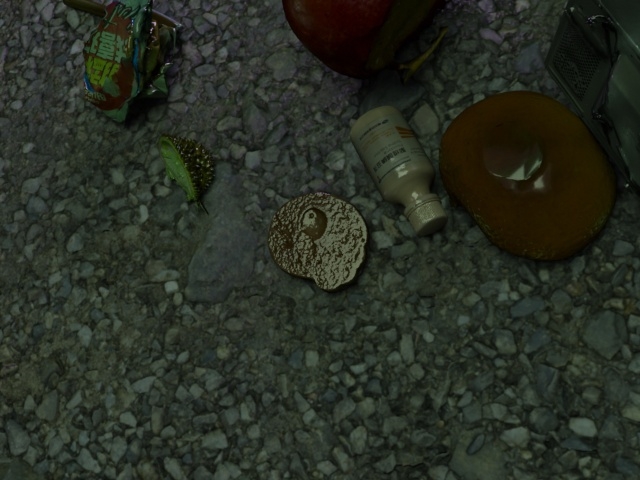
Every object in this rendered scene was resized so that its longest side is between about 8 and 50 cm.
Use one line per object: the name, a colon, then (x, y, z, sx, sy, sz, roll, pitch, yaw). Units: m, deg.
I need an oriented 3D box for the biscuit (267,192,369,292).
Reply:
biscuit: (0.000, 0.000, 1.760, 0.208, 0.049, 0.181, 20, 81, 23)

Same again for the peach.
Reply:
peach: (0.096, -0.513, 1.723, 0.310, 0.335, 0.406, 32, 85, 20)

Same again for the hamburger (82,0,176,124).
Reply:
hamburger: (-0.402, -0.412, 1.982, 0.276, 0.150, 0.260, -54, 46, 26)

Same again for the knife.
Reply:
knife: (-0.457, -0.526, 2.090, 0.343, 0.027, 0.061, 23, 80, 23)

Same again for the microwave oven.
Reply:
microwave oven: (0.617, -0.244, 1.462, 0.374, 0.236, 0.432, -22, 65, -13)

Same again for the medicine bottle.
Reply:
medicine bottle: (0.154, -0.127, 1.711, 0.114, 0.114, 0.252, -30, 68, 9)

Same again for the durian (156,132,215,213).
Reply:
durian: (-0.278, -0.155, 1.904, 0.215, 0.086, 0.100, 54, 129, 27)

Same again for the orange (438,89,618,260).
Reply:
orange: (0.366, -0.133, 1.620, 0.262, 0.196, 0.334, -28, 59, -5)
